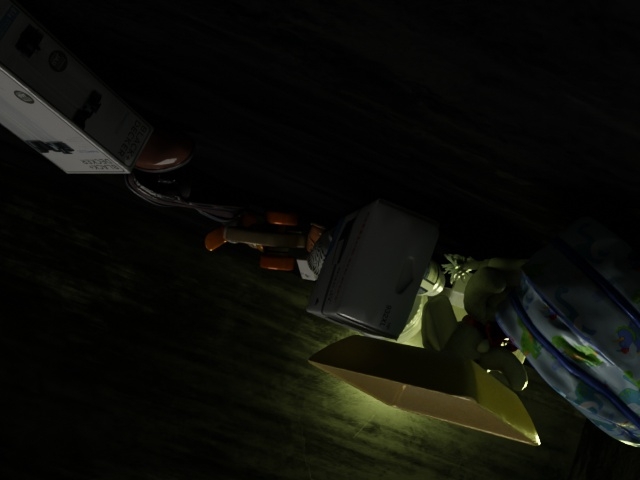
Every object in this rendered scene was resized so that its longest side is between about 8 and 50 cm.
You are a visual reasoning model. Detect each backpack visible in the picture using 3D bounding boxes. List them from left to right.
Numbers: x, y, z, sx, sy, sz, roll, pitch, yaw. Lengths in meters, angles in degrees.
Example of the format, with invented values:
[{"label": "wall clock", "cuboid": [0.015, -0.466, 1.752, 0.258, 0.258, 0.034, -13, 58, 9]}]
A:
[{"label": "backpack", "cuboid": [0.387, 0.119, 0.853, 0.290, 0.273, 0.355, 62, -177, 36]}]

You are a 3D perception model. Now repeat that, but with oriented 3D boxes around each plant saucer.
[{"label": "plant saucer", "cuboid": [0.199, 0.262, 1.193, 0.333, 0.081, 0.333, 4, 157, 39]}]

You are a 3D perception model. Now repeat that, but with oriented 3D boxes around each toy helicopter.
[{"label": "toy helicopter", "cuboid": [-0.144, -0.011, 1.706, 0.235, 0.140, 0.355, 5, -178, 14]}]

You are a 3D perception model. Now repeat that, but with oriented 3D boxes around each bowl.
[{"label": "bowl", "cuboid": [0.056, 0.017, 1.483, 0.170, 0.170, 0.080, 18, 127, 20]}]

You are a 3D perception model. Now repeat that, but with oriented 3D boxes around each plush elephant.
[{"label": "plush elephant", "cuboid": [0.337, 0.171, 1.272, 0.330, 0.255, 0.272, 12, 168, 46]}]

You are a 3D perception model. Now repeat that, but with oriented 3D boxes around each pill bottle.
[{"label": "pill bottle", "cuboid": [0.215, 0.071, 1.488, 0.094, 0.094, 0.169, 14, 169, 41]}]

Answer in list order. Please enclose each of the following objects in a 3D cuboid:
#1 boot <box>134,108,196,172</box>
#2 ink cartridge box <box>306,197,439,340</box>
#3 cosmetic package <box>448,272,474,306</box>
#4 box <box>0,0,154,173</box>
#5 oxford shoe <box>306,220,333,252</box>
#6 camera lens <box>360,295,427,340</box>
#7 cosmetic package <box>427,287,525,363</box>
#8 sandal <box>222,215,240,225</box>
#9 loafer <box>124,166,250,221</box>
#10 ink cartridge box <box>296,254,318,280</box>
[{"label": "boot", "cuboid": [-0.362, -0.231, 1.086, 0.264, 0.096, 0.280, 26, 166, 18]}, {"label": "ink cartridge box", "cuboid": [0.089, 0.060, 1.271, 0.129, 0.223, 0.307, 23, 171, -8]}, {"label": "cosmetic package", "cuboid": [0.371, 0.129, 1.608, 0.099, 0.060, 0.239, 17, 171, 10]}, {"label": "box", "cuboid": [-0.402, -0.210, 0.937, 0.169, 0.087, 0.290, 4, 154, 34]}, {"label": "oxford shoe", "cuboid": [0.000, 0.000, 1.634, 0.076, 0.076, 0.212, 22, 170, 1]}, {"label": "camera lens", "cuboid": [0.175, 0.163, 1.747, 0.219, 0.219, 0.274, 19, 172, 13]}, {"label": "cosmetic package", "cuboid": [0.459, 0.248, 1.931, 0.296, 0.129, 0.153, 23, 173, -20]}, {"label": "sandal", "cuboid": [-0.278, -0.083, 1.860, 0.219, 0.060, 0.090, 33, 171, 23]}, {"label": "loafer", "cuboid": [-0.303, -0.125, 1.541, 0.302, 0.109, 0.095, 19, 157, -38]}, {"label": "ink cartridge box", "cuboid": [0.018, 0.054, 1.745, 0.135, 0.056, 0.099, -22, -171, -22]}]
